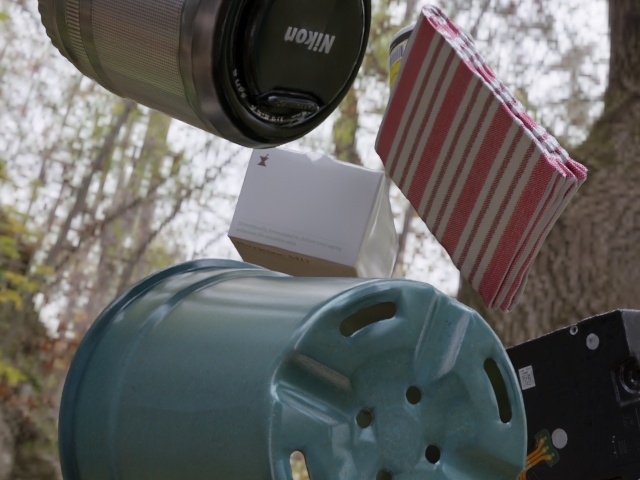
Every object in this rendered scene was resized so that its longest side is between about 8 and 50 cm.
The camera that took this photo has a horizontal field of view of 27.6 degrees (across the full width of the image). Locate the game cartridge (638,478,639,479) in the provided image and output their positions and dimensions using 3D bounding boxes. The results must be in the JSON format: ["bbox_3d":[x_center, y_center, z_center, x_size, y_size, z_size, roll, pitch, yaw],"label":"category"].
[{"bbox_3d":[0.205,0.184,0.766,0.294,0.060,0.196,-50,-32,20],"label":"game cartridge"}]

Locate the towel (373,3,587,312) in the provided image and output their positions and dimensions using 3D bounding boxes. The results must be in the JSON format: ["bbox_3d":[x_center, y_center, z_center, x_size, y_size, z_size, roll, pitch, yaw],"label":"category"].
[{"bbox_3d":[0.110,-0.061,0.963,0.029,0.197,0.144,-11,-40,-30],"label":"towel"}]

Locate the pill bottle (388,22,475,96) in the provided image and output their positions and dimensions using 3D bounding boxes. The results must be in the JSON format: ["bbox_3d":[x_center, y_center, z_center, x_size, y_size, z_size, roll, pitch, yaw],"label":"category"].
[{"bbox_3d":[0.149,-0.173,1.706,0.119,0.209,0.119,0,-27,0],"label":"pill bottle"}]

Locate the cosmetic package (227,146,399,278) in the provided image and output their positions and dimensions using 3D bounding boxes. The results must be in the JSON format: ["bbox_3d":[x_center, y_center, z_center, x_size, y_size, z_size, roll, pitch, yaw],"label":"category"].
[{"bbox_3d":[0.000,0.000,1.947,0.197,0.155,0.365,14,-14,12],"label":"cosmetic package"}]

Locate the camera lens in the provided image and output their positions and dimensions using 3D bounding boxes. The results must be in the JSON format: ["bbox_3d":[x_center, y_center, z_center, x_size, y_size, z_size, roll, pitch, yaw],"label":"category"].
[{"bbox_3d":[-0.107,-0.219,1.217,0.274,0.219,0.219,24,-19,38],"label":"camera lens"}]

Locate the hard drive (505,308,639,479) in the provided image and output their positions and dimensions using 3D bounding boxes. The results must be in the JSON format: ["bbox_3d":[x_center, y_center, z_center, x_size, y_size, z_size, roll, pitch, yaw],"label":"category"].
[{"bbox_3d":[0.251,0.235,1.474,0.064,0.237,0.339,6,-23,-39],"label":"hard drive"}]

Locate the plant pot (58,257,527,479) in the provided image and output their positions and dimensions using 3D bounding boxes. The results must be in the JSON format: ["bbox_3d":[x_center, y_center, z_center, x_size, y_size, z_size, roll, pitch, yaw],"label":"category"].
[{"bbox_3d":[-0.017,0.172,1.160,0.341,0.341,0.334,27,-18,-26],"label":"plant pot"}]
